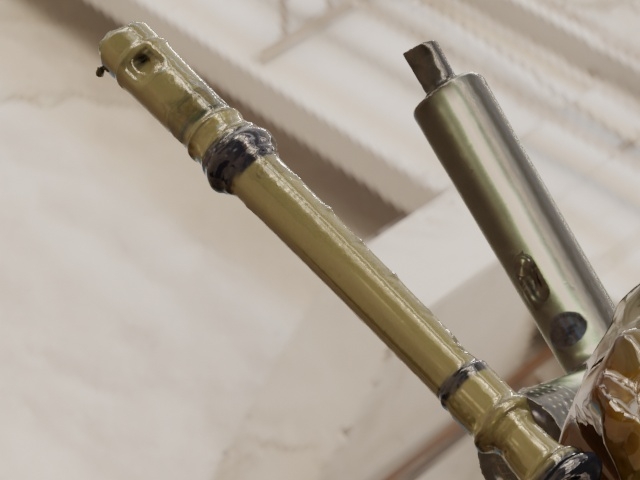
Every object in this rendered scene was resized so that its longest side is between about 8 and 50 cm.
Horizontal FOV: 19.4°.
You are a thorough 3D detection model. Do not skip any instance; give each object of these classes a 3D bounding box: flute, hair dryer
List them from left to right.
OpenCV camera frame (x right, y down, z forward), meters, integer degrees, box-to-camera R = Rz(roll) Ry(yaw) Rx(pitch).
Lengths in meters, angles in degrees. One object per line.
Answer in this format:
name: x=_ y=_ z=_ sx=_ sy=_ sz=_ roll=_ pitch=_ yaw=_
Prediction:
flute: x=0.000 y=0.000 z=0.569 sx=0.233 sy=0.027 sz=0.027 roll=45 pitch=-29 yaw=35
hair dryer: x=0.188 y=0.007 z=1.091 sx=0.155 sy=0.320 sz=0.284 roll=-21 pitch=-106 yaw=41

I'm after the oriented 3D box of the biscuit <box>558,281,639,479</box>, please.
biscuit: x=0.237 y=0.146 z=0.557 sx=0.366 sy=0.115 sz=0.268 roll=38 pitch=-7 yaw=30
